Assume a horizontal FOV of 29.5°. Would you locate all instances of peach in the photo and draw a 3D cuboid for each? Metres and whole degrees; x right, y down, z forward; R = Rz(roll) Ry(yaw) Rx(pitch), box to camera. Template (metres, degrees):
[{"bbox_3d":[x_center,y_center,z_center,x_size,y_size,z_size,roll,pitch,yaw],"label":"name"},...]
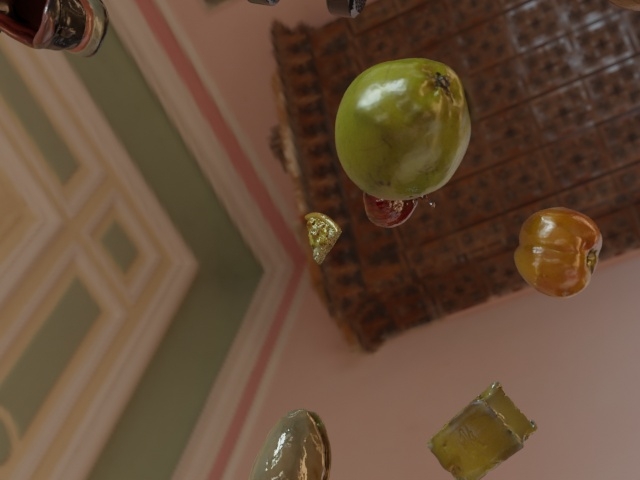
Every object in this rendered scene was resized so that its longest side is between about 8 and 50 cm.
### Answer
[{"bbox_3d":[0.362,0.017,1.865,0.138,0.138,0.138,47,-149,-40],"label":"peach"}]

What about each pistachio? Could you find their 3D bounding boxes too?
[{"bbox_3d":[-0.047,0.350,1.876,0.124,0.124,0.185,32,-109,-54],"label":"pistachio"}]

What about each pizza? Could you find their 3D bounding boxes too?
[{"bbox_3d":[0.000,0.000,2.477,0.026,0.123,0.109,-5,-73,-33],"label":"pizza"}]

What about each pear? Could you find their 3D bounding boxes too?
[{"bbox_3d":[0.125,-0.169,1.885,0.212,0.269,0.212,12,-124,-19],"label":"pear"}]

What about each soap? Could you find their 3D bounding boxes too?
[{"bbox_3d":[0.331,0.408,2.525,0.135,0.233,0.076,48,-135,8],"label":"soap"}]

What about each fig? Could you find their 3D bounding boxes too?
[{"bbox_3d":[0.158,-0.088,2.654,0.128,0.150,0.128,-2,-85,-29],"label":"fig"}]

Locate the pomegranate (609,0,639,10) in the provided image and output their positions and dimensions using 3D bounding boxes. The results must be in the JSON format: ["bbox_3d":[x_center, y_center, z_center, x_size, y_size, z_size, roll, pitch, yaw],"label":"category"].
[{"bbox_3d":[0.481,-0.431,1.808,0.191,0.191,0.191,47,-149,-40],"label":"pomegranate"}]

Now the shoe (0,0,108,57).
[{"bbox_3d":[-0.433,-0.344,1.673,0.291,0.114,0.137,36,-156,15],"label":"shoe"}]

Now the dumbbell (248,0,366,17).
[{"bbox_3d":[-0.023,-0.495,2.220,0.152,0.218,0.152,11,-90,-77],"label":"dumbbell"}]
